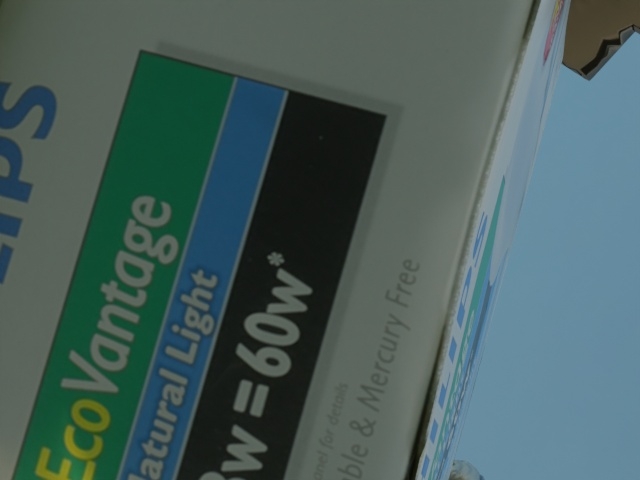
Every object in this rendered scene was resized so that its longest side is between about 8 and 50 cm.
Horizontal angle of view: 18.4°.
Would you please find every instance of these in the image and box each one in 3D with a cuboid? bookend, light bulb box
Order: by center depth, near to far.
[{"bbox_3d":[-0.021,-0.017,0.961,0.361,0.225,0.358,67,38,-79],"label":"light bulb box"},{"bbox_3d":[0.233,-0.170,1.401,0.156,0.157,0.072,-52,-171,51],"label":"bookend"}]

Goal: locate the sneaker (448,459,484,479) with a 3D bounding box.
[{"bbox_3d":[0.132,0.290,1.533,0.110,0.275,0.107,29,-121,33],"label":"sneaker"}]
